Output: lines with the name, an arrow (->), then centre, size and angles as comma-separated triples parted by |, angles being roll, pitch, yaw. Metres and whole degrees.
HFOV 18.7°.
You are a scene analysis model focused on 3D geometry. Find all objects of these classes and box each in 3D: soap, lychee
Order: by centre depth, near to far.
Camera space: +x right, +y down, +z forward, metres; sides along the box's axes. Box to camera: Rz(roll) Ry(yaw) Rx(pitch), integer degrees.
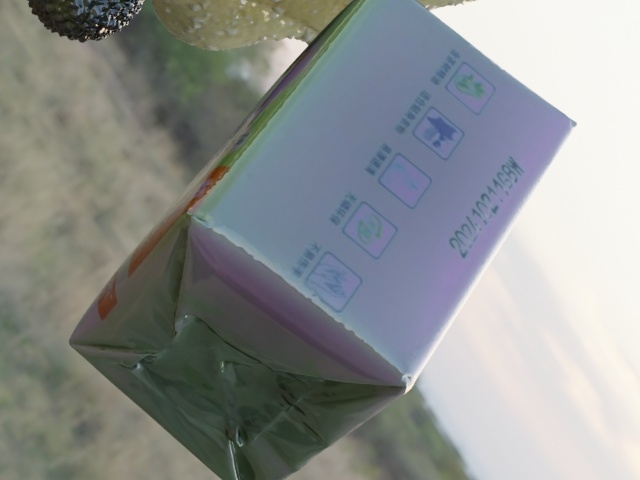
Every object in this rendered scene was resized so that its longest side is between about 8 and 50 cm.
soap -> 0.000, 0.000, 0.977 | 0.138, 0.199, 0.182 | 41, -35, -6
lychee -> -0.120, -0.139, 0.996 | 0.068, 0.067, 0.083 | 42, 42, -49

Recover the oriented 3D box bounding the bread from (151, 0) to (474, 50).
bread -> 0.010, -0.208, 1.183 | 0.316, 0.316, 0.054 | 59, 17, -60
